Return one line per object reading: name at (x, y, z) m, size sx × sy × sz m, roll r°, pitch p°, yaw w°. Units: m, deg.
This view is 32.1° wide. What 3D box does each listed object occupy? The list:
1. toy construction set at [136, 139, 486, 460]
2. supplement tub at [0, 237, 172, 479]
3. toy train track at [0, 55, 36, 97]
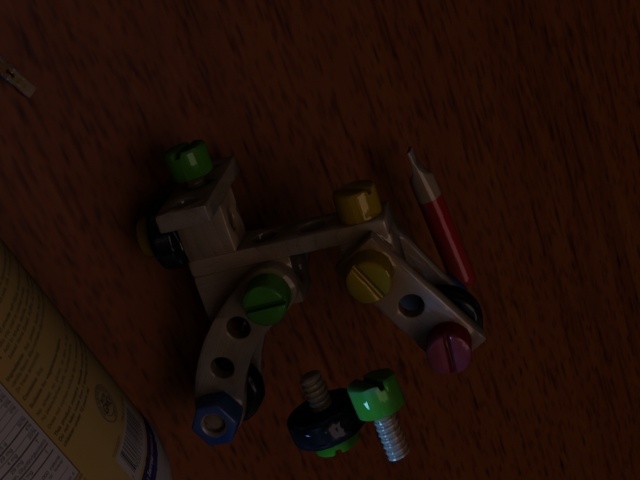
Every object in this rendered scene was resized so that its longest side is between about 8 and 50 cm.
toy construction set at (0.000, 0.000, 0.905) m, size 0.309 × 0.257 × 0.237 m, roll -38°, pitch 110°, yaw -47°
supplement tub at (-0.271, 0.103, 0.691) m, size 0.241 × 0.241 × 0.331 m, roll -44°, pitch 123°, yaw -20°
toy train track at (-0.240, -0.132, 0.801) m, size 0.083 × 0.014 × 0.048 m, roll 44°, pitch 68°, yaw -41°
